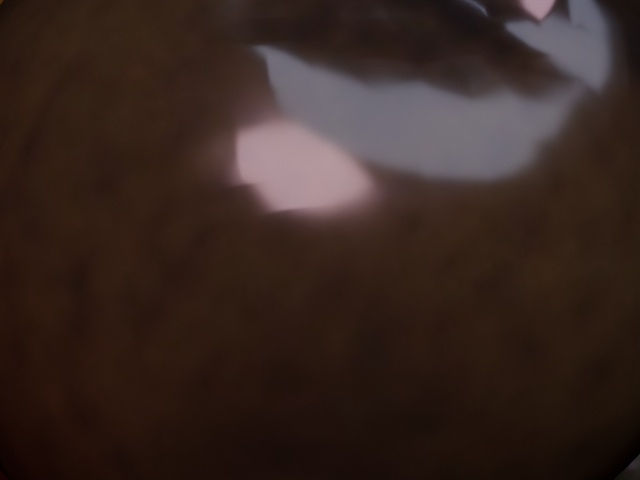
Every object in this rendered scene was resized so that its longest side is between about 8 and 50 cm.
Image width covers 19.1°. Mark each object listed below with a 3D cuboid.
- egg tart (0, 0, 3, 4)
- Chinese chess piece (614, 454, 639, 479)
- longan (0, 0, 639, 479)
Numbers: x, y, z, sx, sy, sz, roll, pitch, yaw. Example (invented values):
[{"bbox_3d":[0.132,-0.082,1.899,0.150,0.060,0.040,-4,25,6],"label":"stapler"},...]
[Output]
[{"bbox_3d":[-0.204,-0.120,0.931,0.215,0.215,0.170,21,42,-4],"label":"egg tart"},{"bbox_3d":[0.199,0.109,0.929,0.188,0.083,0.188,23,32,-16],"label":"Chinese chess piece"},{"bbox_3d":[0.000,0.000,0.761,0.319,0.319,0.319,18,29,-10],"label":"longan"}]
